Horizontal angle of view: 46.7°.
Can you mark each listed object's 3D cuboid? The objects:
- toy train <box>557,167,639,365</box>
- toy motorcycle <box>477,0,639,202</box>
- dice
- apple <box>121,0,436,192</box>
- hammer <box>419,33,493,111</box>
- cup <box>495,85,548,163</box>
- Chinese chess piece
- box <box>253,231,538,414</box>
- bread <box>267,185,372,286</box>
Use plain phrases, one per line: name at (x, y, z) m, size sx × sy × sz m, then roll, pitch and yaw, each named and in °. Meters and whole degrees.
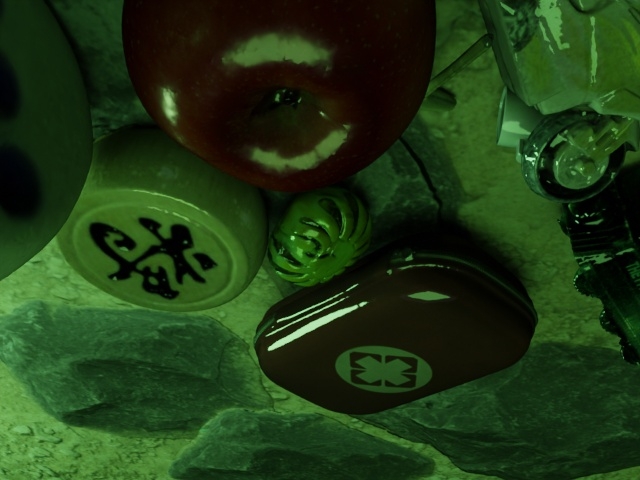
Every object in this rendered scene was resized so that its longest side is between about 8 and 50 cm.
toy train at (0.399, 0.036, 0.854) m, size 0.178 × 0.138 × 0.330 m, roll -24°, pitch 132°, yaw 27°
toy motorcycle at (0.240, -0.194, 0.596) m, size 0.223 × 0.108 × 0.341 m, roll -23°, pitch 123°, yaw 5°
dice at (-0.423, -0.117, 0.686) m, size 0.304 × 0.277 × 0.304 m, roll -5°, pitch 140°, yaw 18°
apple at (-0.026, -0.168, 0.609) m, size 0.260 × 0.216 × 0.260 m, roll 2°, pitch 140°, yaw 1°
hammer at (0.126, -0.148, 0.676) m, size 0.060 × 0.028 × 0.195 m, roll 11°, pitch 176°, yaw -9°
cup at (0.235, -0.105, 0.732) m, size 0.116 × 0.104 × 0.074 m, roll 7°, pitch 157°, yaw 6°
Chinese chess piece at (-0.190, -0.018, 0.900) m, size 0.257 × 0.104 × 0.257 m, roll 5°, pitch 140°, yaw 4°
box at (0.091, 0.131, 1.024) m, size 0.263 × 0.108 × 0.404 m, roll 32°, pitch 137°, yaw -28°
bread at (0.000, 0.000, 0.891) m, size 0.139 × 0.071 × 0.130 m, roll -42°, pitch 145°, yaw 16°
